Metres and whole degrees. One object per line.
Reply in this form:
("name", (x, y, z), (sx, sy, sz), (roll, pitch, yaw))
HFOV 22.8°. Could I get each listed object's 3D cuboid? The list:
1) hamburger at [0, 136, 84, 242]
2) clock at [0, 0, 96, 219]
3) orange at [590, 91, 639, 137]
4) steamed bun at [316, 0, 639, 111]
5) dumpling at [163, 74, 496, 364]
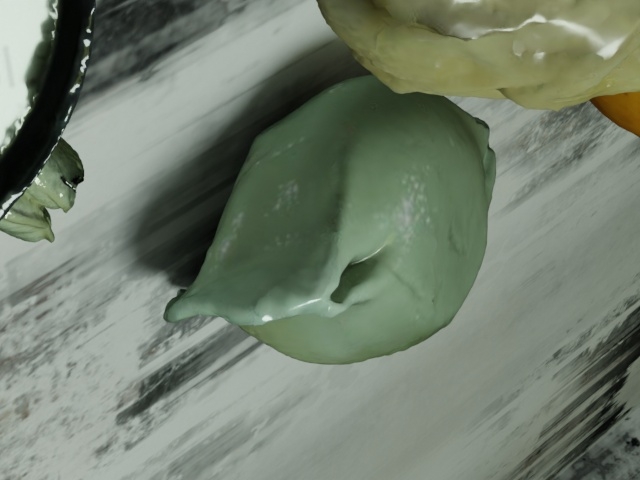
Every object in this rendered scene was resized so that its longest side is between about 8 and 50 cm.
("hamburger", (-0.196, -0.056, 0.918), (0.062, 0.133, 0.140), (-48, 167, 4))
("clock", (-0.251, -0.100, 0.724), (0.313, 0.061, 0.312), (-18, 128, -25))
("orange", (0.344, -0.228, 1.365), (0.312, 0.312, 0.312), (-38, 154, -22))
("steamed bun", (0.155, -0.253, 0.946), (0.230, 0.325, 0.372), (-175, -83, -78))
("dumpling", (0.021, 0.003, 1.286), (0.321, 0.212, 0.270), (14, 119, -52))
